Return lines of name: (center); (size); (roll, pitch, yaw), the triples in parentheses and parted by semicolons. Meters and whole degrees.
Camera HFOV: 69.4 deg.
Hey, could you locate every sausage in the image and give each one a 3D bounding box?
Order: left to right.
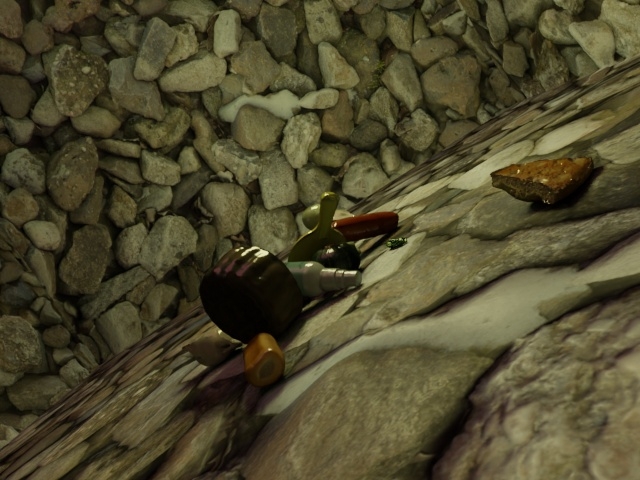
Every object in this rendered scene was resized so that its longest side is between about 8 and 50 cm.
sausage: (0.158, -0.051, 1.710); (0.331, 0.101, 0.102); (-11, -6, -32)

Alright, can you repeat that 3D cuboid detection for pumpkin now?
pumpkin: (0.048, 0.071, 1.506); (0.167, 0.125, 0.167); (-29, 12, 7)

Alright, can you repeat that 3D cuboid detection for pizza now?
pizza: (0.523, -0.136, 1.071); (0.204, 0.080, 0.188); (-25, 26, -23)

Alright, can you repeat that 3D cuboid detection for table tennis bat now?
table tennis bat: (0.000, 0.000, 1.564); (0.224, 0.368, 0.054); (-7, 37, -25)

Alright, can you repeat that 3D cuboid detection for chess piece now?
chess piece: (0.027, -0.024, 1.762); (0.145, 0.251, 0.144); (-32, 5, 3)

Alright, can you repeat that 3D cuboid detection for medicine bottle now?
medicine bottle: (-0.044, 0.118, 1.400); (0.352, 0.110, 0.110); (-3, 21, 30)

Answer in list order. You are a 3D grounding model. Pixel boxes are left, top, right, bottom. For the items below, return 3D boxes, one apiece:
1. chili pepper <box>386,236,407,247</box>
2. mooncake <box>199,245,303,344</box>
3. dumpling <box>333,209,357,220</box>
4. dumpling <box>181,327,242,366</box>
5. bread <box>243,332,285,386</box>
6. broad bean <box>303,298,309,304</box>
chili pepper: (0.242, 0.008, 1.495); (0.034, 0.030, 0.091); (-7, -4, -29)
mooncake: (-0.200, 0.164, 1.324); (0.290, 0.290, 0.161); (-26, 14, 44)
dumpling: (0.044, -0.025, 2.165); (0.341, 0.181, 0.260); (21, 70, 46)
dumpling: (-0.331, 0.333, 1.460); (0.199, 0.118, 0.136); (-3, -2, 12)
bread: (-0.130, 0.273, 1.071); (0.092, 0.074, 0.239); (-50, 7, -8)
broad bean: (-0.111, 0.198, 1.538); (0.114, 0.084, 0.165); (-14, -17, -49)
